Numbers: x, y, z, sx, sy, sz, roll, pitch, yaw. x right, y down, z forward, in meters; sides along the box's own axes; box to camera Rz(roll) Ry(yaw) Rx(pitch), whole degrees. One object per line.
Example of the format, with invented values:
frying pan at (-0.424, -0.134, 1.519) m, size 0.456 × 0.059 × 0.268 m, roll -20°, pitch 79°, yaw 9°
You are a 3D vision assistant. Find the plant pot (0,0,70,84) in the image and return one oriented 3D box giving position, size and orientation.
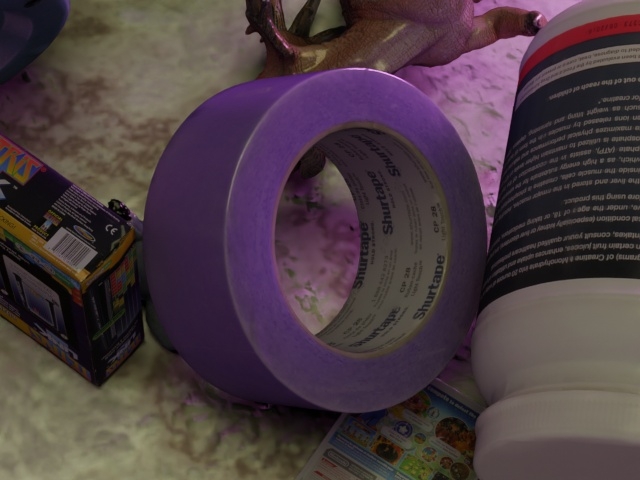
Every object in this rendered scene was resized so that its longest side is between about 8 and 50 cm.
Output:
plant pot at (-0.284, -0.208, 0.963) m, size 0.272 × 0.271 × 0.255 m, roll -26°, pitch 81°, yaw -17°

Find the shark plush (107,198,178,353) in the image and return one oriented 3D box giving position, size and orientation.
shark plush at (-0.111, -0.007, 0.967) m, size 0.161 × 0.067 × 0.073 m, roll 38°, pitch 66°, yaw 15°

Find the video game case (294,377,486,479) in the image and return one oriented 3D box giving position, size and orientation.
video game case at (0.043, 0.132, 0.937) m, size 0.087 × 0.011 × 0.122 m, roll 31°, pitch 65°, yaw 13°

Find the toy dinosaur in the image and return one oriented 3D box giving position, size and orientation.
toy dinosaur at (0.051, -0.177, 1.049) m, size 0.200 × 0.127 × 0.295 m, roll -4°, pitch 37°, yaw 33°

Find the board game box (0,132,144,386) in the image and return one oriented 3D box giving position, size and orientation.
board game box at (-0.180, -0.006, 0.920) m, size 0.170 × 0.141 × 0.048 m, roll 35°, pitch 67°, yaw 13°

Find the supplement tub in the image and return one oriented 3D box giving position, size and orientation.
supplement tub at (0.189, 0.013, 0.905) m, size 0.191 × 0.191 × 0.272 m, roll 12°, pitch 65°, yaw 2°

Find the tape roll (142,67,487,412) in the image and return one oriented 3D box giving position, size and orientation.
tape roll at (0.000, 0.000, 0.906) m, size 0.189 × 0.080 × 0.189 m, roll 0°, pitch 91°, yaw -39°
